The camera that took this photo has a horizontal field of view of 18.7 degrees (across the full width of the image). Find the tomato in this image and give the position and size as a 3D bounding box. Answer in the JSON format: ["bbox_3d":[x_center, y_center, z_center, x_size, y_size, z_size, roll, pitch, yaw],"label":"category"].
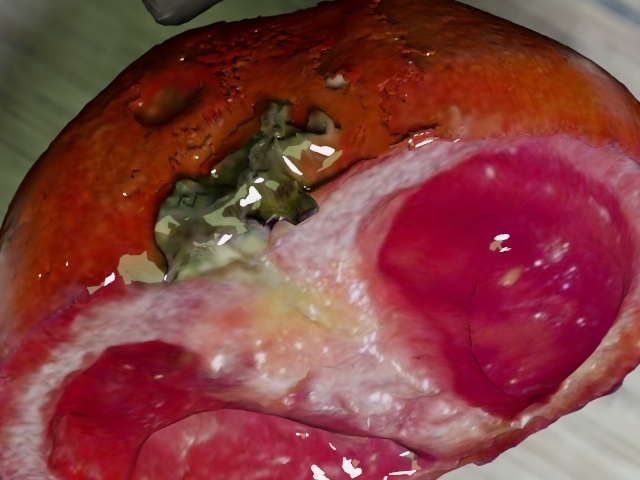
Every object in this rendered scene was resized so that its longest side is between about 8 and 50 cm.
[{"bbox_3d":[0.000,0.000,0.520,0.189,0.173,0.099,-25,58,9],"label":"tomato"}]

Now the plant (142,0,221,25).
[{"bbox_3d":[-0.092,-0.114,0.517,0.274,0.149,0.146,-34,115,21],"label":"plant"}]
